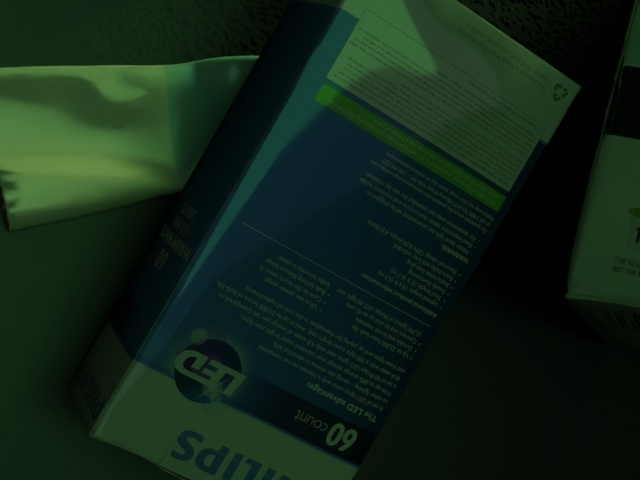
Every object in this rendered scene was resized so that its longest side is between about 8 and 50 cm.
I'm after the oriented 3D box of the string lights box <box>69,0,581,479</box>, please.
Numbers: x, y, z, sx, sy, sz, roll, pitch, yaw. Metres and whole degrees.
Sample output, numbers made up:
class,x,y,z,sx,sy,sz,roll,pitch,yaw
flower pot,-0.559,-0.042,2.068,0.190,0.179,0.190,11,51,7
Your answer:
class,x,y,z,sx,sy,sz,roll,pitch,yaw
string lights box,0.000,0.000,0.633,0.133,0.077,0.260,30,92,-23

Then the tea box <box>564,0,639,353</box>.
class,x,y,z,sx,sy,sz,roll,pitch,yaw
tea box,0.332,-0.072,0.648,0.220,0.329,0.324,33,71,-67

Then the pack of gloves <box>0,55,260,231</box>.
class,x,y,z,sx,sy,sz,roll,pitch,yaw
pack of gloves,-0.060,-0.121,0.649,0.232,0.046,0.195,-13,98,-24
